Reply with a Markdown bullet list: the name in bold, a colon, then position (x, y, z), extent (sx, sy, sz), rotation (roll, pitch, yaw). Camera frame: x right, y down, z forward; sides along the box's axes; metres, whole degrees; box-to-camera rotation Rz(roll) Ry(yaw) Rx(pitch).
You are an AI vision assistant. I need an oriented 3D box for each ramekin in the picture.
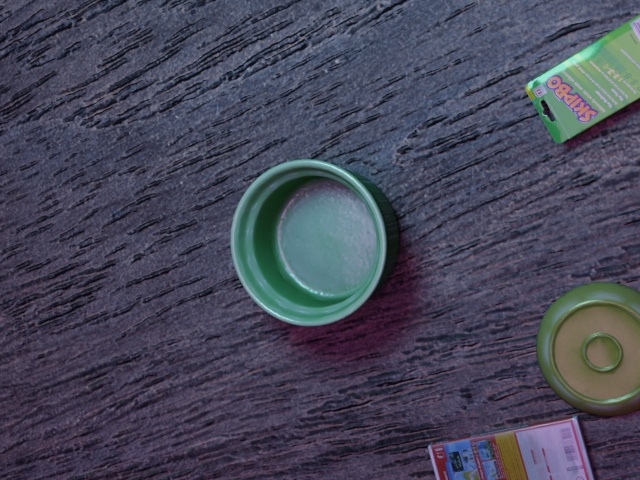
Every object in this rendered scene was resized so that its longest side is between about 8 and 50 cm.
- **ramekin**: position (0.000, 0.000, 2.011), extent (0.303, 0.148, 0.303), rotation (2, 96, 21)

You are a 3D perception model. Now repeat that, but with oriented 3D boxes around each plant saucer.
- **plant saucer**: position (0.495, 0.193, 1.893), extent (0.241, 0.037, 0.240), rotation (2, 95, 21)

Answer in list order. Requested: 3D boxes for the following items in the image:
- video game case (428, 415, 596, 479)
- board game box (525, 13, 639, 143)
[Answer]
- **video game case**: position (0.357, 0.445, 1.976), extent (0.285, 0.025, 0.204), rotation (-16, 89, 22)
- **board game box**: position (0.491, -0.281, 1.854), extent (0.259, 0.039, 0.124), rotation (-31, 83, 18)
